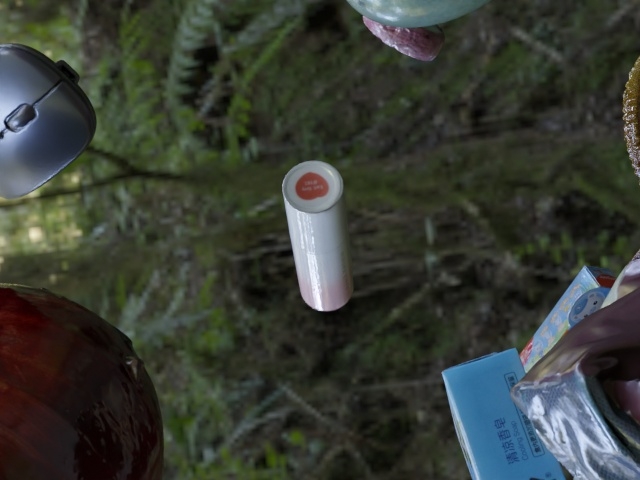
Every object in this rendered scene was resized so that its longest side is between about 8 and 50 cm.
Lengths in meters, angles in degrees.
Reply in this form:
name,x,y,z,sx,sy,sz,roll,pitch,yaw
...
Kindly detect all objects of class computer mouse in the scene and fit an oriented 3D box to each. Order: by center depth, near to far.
name,x,y,z,sx,sy,sz,roll,pitch,yaw
computer mouse,-0.277,-0.097,1.235,0.120,0.232,0.057,45,-124,-18

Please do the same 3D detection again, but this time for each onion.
name,x,y,z,sx,sy,sz,roll,pitch,yaw
onion,-0.277,0.186,1.185,0.341,0.341,0.341,-7,-90,-77

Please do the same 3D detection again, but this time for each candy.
name,x,y,z,sx,sy,sz,roll,pitch,yaw
candy,0.100,-0.255,1.707,0.043,0.103,0.103,-57,-3,17

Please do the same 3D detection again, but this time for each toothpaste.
name,x,y,z,sx,sy,sz,roll,pitch,yaw
toothpaste,0.315,0.118,1.880,0.070,0.193,0.044,9,-145,-35

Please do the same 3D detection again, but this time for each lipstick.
name,x,y,z,sx,sy,sz,roll,pitch,yaw
lipstick,0.000,0.000,2.109,0.327,0.087,0.087,83,-174,-63

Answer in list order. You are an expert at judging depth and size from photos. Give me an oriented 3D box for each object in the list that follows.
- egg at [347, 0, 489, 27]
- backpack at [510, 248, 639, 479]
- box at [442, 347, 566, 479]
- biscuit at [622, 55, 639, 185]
name,x,y,z,sx,sy,sz,roll,pitch,yaw
egg,0.126,-0.320,1.514,0.169,0.236,0.169,157,90,-84
backpack,0.333,0.156,1.149,0.283,0.197,0.317,-41,-82,-31
box,0.191,0.238,1.351,0.142,0.083,0.232,72,-178,-56
biscuit,0.448,-0.096,1.534,0.038,0.305,0.305,142,131,-57
